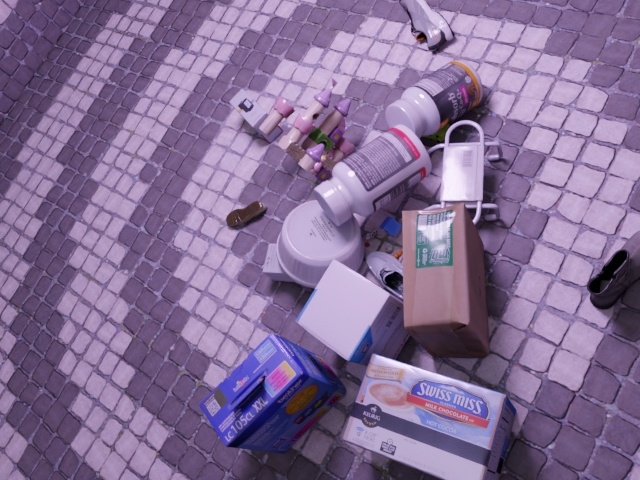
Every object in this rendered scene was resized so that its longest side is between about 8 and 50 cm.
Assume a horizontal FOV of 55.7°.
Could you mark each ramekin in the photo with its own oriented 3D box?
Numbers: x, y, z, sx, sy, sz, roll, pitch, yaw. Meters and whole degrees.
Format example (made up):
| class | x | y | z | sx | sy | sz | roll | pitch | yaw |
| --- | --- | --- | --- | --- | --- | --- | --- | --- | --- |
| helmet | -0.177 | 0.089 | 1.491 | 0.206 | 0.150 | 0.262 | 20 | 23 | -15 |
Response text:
| class | x | y | z | sx | sy | sz | roll | pitch | yaw |
| --- | --- | --- | --- | --- | --- | --- | --- | --- | --- |
| ramekin | 0.000 | 0.000 | 1.817 | 0.272 | 0.127 | 0.273 | 1 | 59 | -1 |

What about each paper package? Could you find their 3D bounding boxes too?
| class | x | y | z | sx | sy | sz | roll | pitch | yaw |
| --- | --- | --- | --- | --- | --- | --- | --- | --- | --- |
| paper package | 0.328 | 0.112 | 1.568 | 0.168 | 0.309 | 0.325 | -6 | 65 | 22 |

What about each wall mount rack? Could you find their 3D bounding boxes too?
| class | x | y | z | sx | sy | sz | roll | pitch | yaw |
| --- | --- | --- | --- | --- | --- | --- | --- | --- | --- |
| wall mount rack | 0.375 | -0.171 | 1.785 | 0.303 | 0.130 | 0.350 | 1 | 69 | 21 |

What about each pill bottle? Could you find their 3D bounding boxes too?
| class | x | y | z | sx | sy | sz | roll | pitch | yaw |
| --- | --- | --- | --- | --- | --- | --- | --- | --- | --- |
| pill bottle | 0.342 | -0.415 | 1.830 | 0.278 | 0.162 | 0.162 | -35 | 56 | -19 |
| pill bottle | 0.145 | -0.180 | 1.744 | 0.318 | 0.176 | 0.176 | -34 | 58 | -8 |

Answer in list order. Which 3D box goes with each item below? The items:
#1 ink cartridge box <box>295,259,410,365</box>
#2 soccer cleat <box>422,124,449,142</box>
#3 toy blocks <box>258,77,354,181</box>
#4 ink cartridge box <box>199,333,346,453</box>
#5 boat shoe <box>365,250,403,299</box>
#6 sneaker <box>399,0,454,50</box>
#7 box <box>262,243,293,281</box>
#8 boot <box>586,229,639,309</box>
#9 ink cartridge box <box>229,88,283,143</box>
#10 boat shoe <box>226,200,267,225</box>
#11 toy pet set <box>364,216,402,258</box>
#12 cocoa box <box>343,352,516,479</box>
| class | x | y | z | sx | sy | sz | roll | pitch | yaw |
| --- | --- | --- | --- | --- | --- | --- | --- | --- | --- |
| ink cartridge box | 0.112 | 0.210 | 1.641 | 0.197 | 0.270 | 0.198 | 32 | 89 | 33 |
| soccer cleat | 0.325 | -0.366 | 1.931 | 0.178 | 0.060 | 0.072 | 23 | 69 | 24 |
| toy blocks | 0.029 | -0.331 | 1.910 | 0.260 | 0.288 | 0.309 | -49 | 54 | 5 |
| ink cartridge box | -0.127 | 0.410 | 1.598 | 0.270 | 0.395 | 0.151 | -45 | 58 | 2 |
| boat shoe | 0.209 | 0.101 | 1.753 | 0.227 | 0.081 | 0.079 | 39 | 106 | 32 |
| sneaker | 0.340 | -0.753 | 2.065 | 0.108 | 0.100 | 0.272 | -39 | 58 | 11 |
| box | -0.114 | 0.071 | 1.921 | 0.101 | 0.087 | 0.101 | 1 | 68 | 26 |
| boot | 0.749 | 0.057 | 1.484 | 0.083 | 0.161 | 0.247 | 37 | 87 | 32 |
| ink cartridge box | -0.232 | -0.447 | 2.177 | 0.072 | 0.127 | 0.175 | -45 | 57 | 4 |
| boat shoe | -0.256 | -0.091 | 2.088 | 0.153 | 0.048 | 0.056 | -27 | 72 | 19 |
| toy pet set | 0.198 | -0.008 | 1.824 | 0.122 | 0.065 | 0.114 | 36 | 86 | 32 |
| cocoa box | 0.275 | 0.451 | 1.491 | 0.346 | 0.231 | 0.228 | 13 | 73 | 28 |
